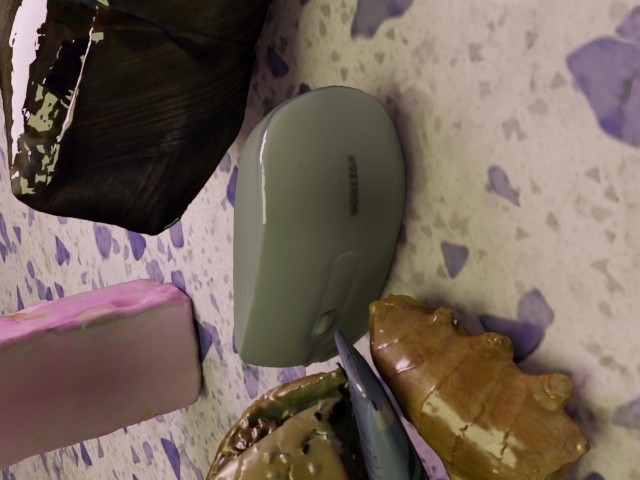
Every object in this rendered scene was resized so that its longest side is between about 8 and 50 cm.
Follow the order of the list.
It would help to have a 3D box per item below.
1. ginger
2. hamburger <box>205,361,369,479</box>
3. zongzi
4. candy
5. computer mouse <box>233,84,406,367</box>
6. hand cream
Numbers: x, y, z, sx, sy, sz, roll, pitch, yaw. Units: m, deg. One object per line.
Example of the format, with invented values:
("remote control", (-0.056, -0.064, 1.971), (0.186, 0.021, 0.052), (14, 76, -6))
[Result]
("ginger", (0.101, 0.107, 0.543), (0.205, 0.081, 0.115), (57, 162, 22))
("hamburger", (-0.031, 0.260, 0.661), (0.167, 0.192, 0.288), (-122, 21, -82))
("zongzi", (-0.157, -0.280, 0.721), (0.432, 0.207, 0.403), (-63, 39, 23))
("candy", (-0.286, 0.146, 0.972), (0.115, 0.265, 0.156), (23, 121, 54))
("computer mouse", (0.000, 0.000, 0.611), (0.079, 0.127, 0.231), (36, 132, 52))
("hand cream", (0.057, 0.185, 0.600), (0.088, 0.055, 0.256), (-109, -2, -64))
